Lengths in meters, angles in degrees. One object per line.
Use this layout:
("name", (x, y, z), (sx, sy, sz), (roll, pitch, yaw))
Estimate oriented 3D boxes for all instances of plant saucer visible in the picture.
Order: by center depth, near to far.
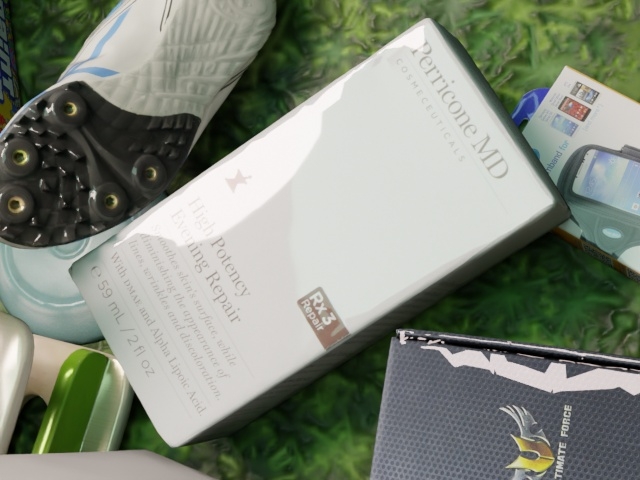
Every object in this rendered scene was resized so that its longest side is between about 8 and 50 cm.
("plant saucer", (-0.144, 0.001, 0.787), (0.119, 0.021, 0.119), (-4, 73, 14))

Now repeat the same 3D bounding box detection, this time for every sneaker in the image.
("sneaker", (-0.107, -0.076, 0.733), (0.086, 0.085, 0.237), (-20, 27, 50))

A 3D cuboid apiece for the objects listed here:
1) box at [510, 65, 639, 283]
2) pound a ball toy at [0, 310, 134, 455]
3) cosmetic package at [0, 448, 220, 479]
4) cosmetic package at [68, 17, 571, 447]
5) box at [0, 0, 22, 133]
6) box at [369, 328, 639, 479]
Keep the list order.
("box", (0.154, -0.034, 0.710), (0.136, 0.028, 0.081), (32, 85, 20))
("pound a ball toy", (-0.219, 0.136, 0.662), (0.136, 0.208, 0.319), (11, 79, 21))
("cosmetic package", (-0.006, 0.230, 0.536), (0.366, 0.155, 0.196), (18, 95, 33))
("cosmetic package", (0.000, 0.000, 0.691), (0.231, 0.085, 0.117), (-35, 78, 13))
("box", (-0.367, -0.138, 0.753), (0.290, 0.279, 0.177), (-16, 70, 11))
("box", (0.106, 0.165, 0.606), (0.183, 0.059, 0.232), (6, 84, 34))
